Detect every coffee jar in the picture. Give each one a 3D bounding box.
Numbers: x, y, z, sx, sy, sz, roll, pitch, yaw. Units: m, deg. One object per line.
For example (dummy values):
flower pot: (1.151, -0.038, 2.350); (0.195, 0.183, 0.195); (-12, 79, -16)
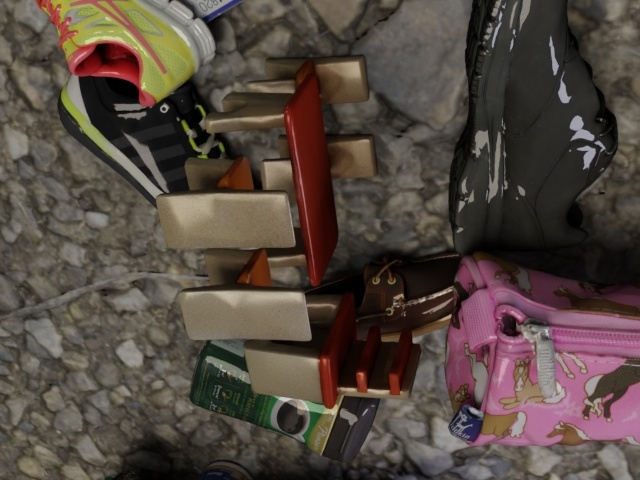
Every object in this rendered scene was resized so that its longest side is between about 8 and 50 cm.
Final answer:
coffee jar: (-0.033, 0.151, 0.995); (0.184, 0.079, 0.096); (22, 122, 6)

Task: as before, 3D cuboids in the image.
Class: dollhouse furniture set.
dollhouse furniture set: (0.000, 0.000, 0.787); (0.135, 0.262, 0.259); (0, 120, 15)

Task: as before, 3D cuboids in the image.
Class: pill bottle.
pill bottle: (-0.120, 0.308, 1.092); (0.067, 0.120, 0.067); (8, 122, 12)

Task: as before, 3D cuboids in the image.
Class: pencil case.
pencil case: (0.294, 0.097, 0.776); (0.386, 0.167, 0.160); (4, 117, 1)

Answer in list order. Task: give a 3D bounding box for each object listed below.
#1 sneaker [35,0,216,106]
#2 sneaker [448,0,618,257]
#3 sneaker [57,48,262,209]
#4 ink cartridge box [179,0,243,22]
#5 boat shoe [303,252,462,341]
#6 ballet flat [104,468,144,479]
sneaker: (-0.195, -0.186, 0.820); (0.208, 0.094, 0.081); (31, 160, 6)
sneaker: (0.173, -0.111, 0.772); (0.130, 0.109, 0.286); (4, 128, 5)
sneaker: (-0.132, -0.091, 0.881); (0.235, 0.084, 0.097); (34, 123, -4)
ink cartridge box: (-0.086, -0.296, 0.735); (0.223, 0.045, 0.224); (-18, 122, 40)
boat shoe: (0.058, 0.053, 0.911); (0.207, 0.073, 0.073); (-24, 113, 28)
ballet flat: (-0.239, 0.433, 1.207); (0.182, 0.164, 0.483); (16, 132, -18)
